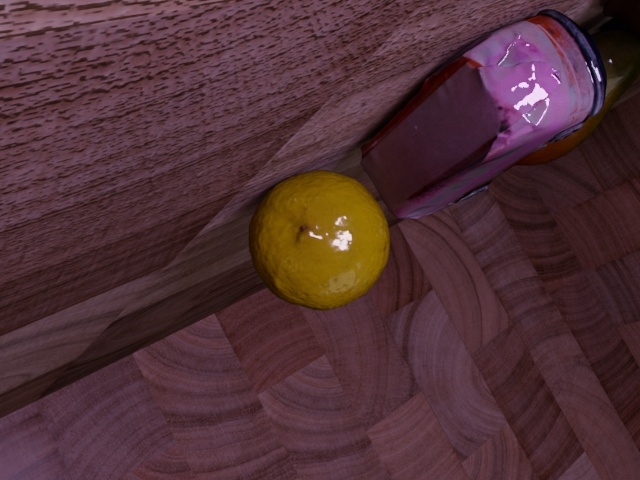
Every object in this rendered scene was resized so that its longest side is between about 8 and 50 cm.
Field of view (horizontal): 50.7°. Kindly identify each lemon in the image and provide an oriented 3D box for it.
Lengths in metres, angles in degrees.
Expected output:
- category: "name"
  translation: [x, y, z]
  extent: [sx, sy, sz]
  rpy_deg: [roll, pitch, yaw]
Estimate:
- category: "lemon"
  translation: [0.000, 0.000, 0.855]
  extent: [0.178, 0.178, 0.203]
  rpy_deg: [-29, 174, 8]

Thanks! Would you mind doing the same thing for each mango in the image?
- category: "mango"
  translation: [0.338, -0.199, 0.984]
  extent: [0.146, 0.129, 0.289]
  rpy_deg: [11, 153, -11]

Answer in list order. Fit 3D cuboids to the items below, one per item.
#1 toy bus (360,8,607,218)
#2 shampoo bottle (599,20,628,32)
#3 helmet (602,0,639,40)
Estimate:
- category: "toy bus"
  translation: [0.169, -0.126, 0.767]
  extent: [0.147, 0.127, 0.302]
  rpy_deg: [-23, 173, -24]
- category: "shampoo bottle"
  translation: [0.497, -0.311, 0.960]
  extent: [0.183, 0.050, 0.087]
  rpy_deg: [-19, 169, 25]
- category: "helmet"
  translation: [0.536, -0.276, 0.728]
  extent: [0.385, 0.230, 0.337]
  rpy_deg: [-29, 175, 21]
